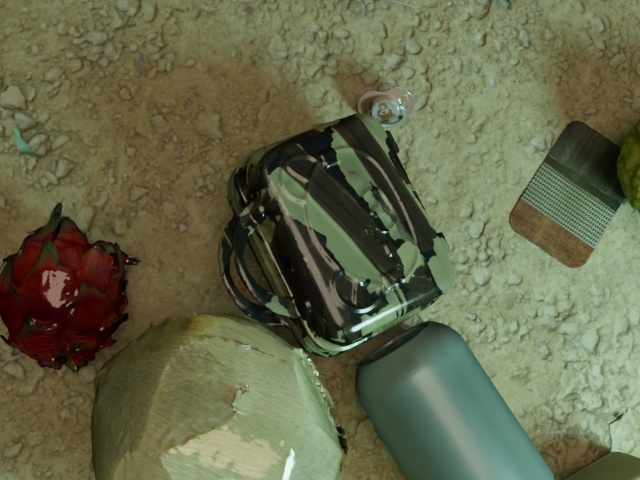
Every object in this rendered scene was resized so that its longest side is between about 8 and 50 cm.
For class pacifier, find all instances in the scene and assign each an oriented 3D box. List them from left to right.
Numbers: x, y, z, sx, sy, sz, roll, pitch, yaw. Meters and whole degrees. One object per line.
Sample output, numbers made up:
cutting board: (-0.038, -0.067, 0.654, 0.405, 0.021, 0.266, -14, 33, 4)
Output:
pacifier: (0.115, -0.245, 1.268, 0.099, 0.081, 0.078, -7, 50, 12)

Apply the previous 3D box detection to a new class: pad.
pad: (0.406, -0.132, 1.290, 0.323, 0.055, 0.250, 37, 81, -20)

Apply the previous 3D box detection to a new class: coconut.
coconut: (-0.158, 0.271, 1.036, 0.360, 0.346, 0.346, 24, 82, -8)

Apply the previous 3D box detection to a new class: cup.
cup: (0.203, 0.295, 1.147, 0.205, 0.205, 0.312, -31, 88, -9)

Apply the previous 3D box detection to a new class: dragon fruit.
dragon fruit: (-0.396, 0.071, 1.111, 0.192, 0.193, 0.274, -9, 84, 19)

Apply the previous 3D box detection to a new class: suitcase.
suitcase: (0.000, 0.000, 1.143, 0.339, 0.194, 0.351, -25, 85, -27)

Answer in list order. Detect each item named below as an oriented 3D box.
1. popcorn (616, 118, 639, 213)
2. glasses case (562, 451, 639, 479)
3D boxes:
popcorn: (0.650, -0.124, 1.242, 0.258, 0.224, 0.270, -18, 77, -28)
glasses case: (0.402, 0.468, 1.186, 0.336, 0.144, 0.076, -27, 89, -8)
